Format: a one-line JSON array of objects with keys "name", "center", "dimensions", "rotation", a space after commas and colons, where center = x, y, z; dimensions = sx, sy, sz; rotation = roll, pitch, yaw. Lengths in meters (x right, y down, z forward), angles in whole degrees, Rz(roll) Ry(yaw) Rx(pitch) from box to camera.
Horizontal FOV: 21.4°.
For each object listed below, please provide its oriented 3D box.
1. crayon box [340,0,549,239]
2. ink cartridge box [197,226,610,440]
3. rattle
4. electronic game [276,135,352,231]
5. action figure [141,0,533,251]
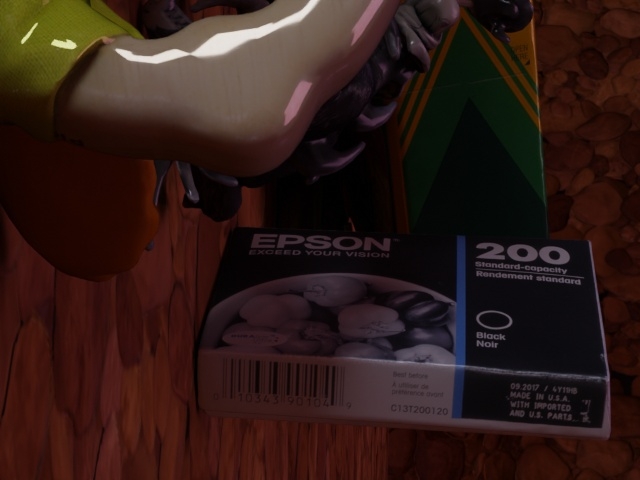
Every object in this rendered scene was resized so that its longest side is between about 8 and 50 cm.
[{"name": "crayon box", "center": [0.073, -0.117, 1.242], "dimensions": [0.363, 0.106, 0.313], "rotation": [-111, -167, -65]}, {"name": "ink cartridge box", "center": [0.048, 0.033, 0.924], "dimensions": [0.208, 0.206, 0.045], "rotation": [-81, 173, -65]}, {"name": "rattle", "center": [-0.026, -0.100, 0.456], "dimensions": [0.143, 0.130, 0.200], "rotation": [58, 40, -64]}, {"name": "electronic game", "center": [0.000, 0.000, 1.253], "dimensions": [0.229, 0.048, 0.229], "rotation": [0, 90, -84]}, {"name": "action figure", "center": [-0.003, -0.109, 0.749], "dimensions": [0.275, 0.141, 0.164], "rotation": [-37, 170, -36]}]
